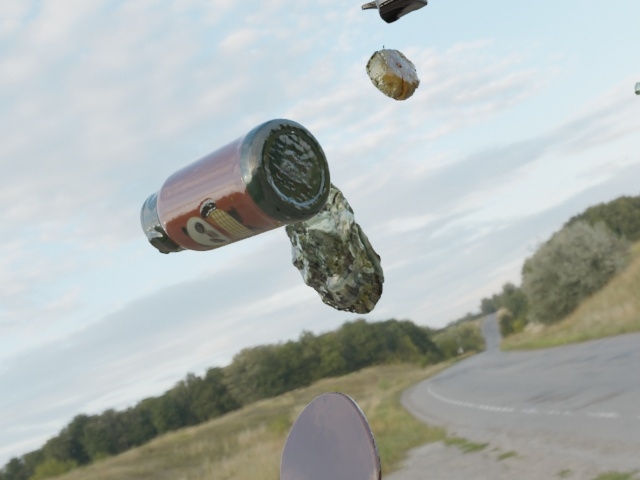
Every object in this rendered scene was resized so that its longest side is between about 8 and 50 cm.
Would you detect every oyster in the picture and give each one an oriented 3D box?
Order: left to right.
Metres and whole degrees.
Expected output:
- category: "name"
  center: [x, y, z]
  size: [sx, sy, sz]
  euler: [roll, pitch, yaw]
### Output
- category: "oyster"
  center: [0.001, -0.005, 1.507]
  size: [0.162, 0.351, 0.158]
  euler: [-28, 30, 10]

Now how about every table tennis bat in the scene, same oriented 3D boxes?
- category: "table tennis bat"
  center: [0.020, 0.283, 0.838]
  size: [0.021, 0.274, 0.154]
  euler: [23, -63, -33]

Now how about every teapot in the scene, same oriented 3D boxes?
- category: "teapot"
  center: [0.177, -0.588, 1.888]
  size: [0.177, 0.087, 0.096]
  euler: [-16, -7, 37]

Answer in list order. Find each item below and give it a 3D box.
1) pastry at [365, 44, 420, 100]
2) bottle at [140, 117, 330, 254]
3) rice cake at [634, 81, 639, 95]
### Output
- category: "pastry"
  center: [0.185, -0.423, 2.011]
  size: [0.081, 0.153, 0.153]
  euler: [-41, -19, 34]
- category: "bottle"
  center: [-0.142, -0.061, 1.158]
  size: [0.143, 0.144, 0.336]
  euler: [-12, -4, -43]
- category: "rice cake"
  center: [0.650, -0.291, 1.474]
  size: [0.121, 0.022, 0.021]
  euler: [-2, -29, 35]
